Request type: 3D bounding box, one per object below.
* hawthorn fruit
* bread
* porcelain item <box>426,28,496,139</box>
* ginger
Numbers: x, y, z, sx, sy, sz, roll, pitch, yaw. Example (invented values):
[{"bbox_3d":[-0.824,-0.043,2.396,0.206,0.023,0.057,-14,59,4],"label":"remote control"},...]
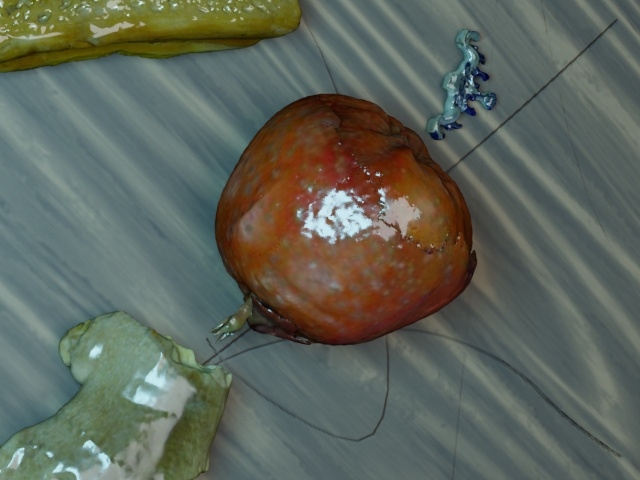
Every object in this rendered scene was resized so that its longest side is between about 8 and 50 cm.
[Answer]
[{"bbox_3d":[0.000,0.000,1.837,0.307,0.276,0.276,-39,107,0],"label":"hawthorn fruit"},{"bbox_3d":[-0.205,-0.281,1.813,0.380,0.109,0.185,-8,86,-26],"label":"bread"},{"bbox_3d":[0.176,-0.173,2.031,0.075,0.021,0.136,22,83,-27],"label":"porcelain item"},{"bbox_3d":[-0.221,0.194,1.808,0.275,0.130,0.221,-24,90,-21],"label":"ginger"}]
